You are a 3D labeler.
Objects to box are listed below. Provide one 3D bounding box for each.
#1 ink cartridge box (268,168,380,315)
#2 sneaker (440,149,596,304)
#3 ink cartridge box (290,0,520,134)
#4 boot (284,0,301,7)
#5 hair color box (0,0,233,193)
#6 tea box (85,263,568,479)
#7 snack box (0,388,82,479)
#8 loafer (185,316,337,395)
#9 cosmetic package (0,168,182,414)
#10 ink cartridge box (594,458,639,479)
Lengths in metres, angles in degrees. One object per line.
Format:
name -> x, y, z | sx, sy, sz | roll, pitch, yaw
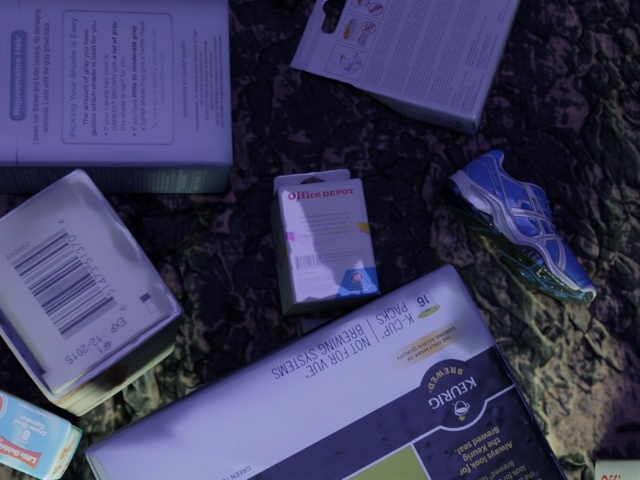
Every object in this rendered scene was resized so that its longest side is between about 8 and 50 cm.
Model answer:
ink cartridge box -> 0.000, 0.000, 1.098 | 0.092, 0.090, 0.143 | -6, 78, -11
sneaker -> 0.235, -0.014, 1.148 | 0.211, 0.080, 0.081 | 45, 78, 0
ink cartridge box -> 0.101, -0.238, 1.199 | 0.224, 0.056, 0.181 | 17, 75, 13
boot -> -0.110, -0.403, 1.175 | 0.229, 0.091, 0.263 | 4, 91, 4
hair color box -> -0.283, -0.151, 1.069 | 0.374, 0.113, 0.185 | 0, 78, -11
tea box -> 0.024, 0.241, 0.884 | 0.329, 0.220, 0.323 | -26, 85, -11
snack box -> -0.382, 0.133, 0.952 | 0.322, 0.187, 0.060 | 24, 75, -4
loafer -> 0.014, 0.125, 1.063 | 0.319, 0.112, 0.111 | -28, 92, -14
cosmetic package -> -0.221, 0.062, 0.940 | 0.129, 0.296, 0.153 | -36, 85, -14
ink cartridge box -> 0.359, 0.357, 1.028 | 0.114, 0.197, 0.273 | 9, 76, -8
